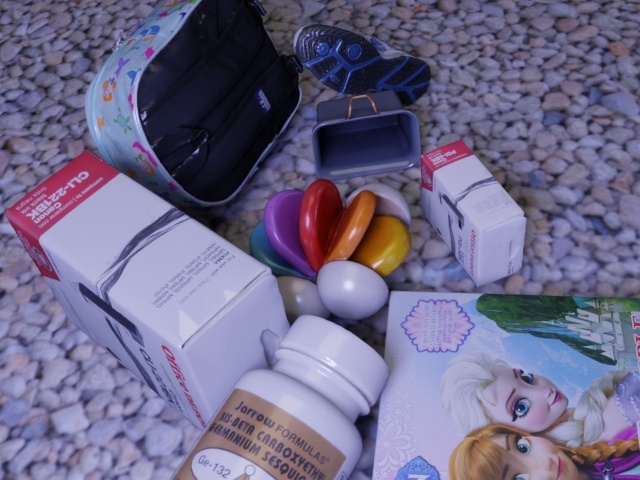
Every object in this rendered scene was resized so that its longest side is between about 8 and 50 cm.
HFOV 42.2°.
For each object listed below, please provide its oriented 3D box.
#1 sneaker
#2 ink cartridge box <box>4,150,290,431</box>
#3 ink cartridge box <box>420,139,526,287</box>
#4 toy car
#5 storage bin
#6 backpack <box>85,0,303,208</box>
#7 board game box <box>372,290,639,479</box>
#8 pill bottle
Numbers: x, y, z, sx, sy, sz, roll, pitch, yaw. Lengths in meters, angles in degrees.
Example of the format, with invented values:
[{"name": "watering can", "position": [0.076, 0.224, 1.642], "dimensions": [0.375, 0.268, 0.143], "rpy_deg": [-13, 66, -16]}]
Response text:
[{"name": "sneaker", "position": [0.047, -0.239, 1.112], "dimensions": [0.211, 0.080, 0.081], "rpy_deg": [12, 21, -37]}, {"name": "ink cartridge box", "position": [-0.163, 0.060, 0.837], "dimensions": [0.272, 0.197, 0.114], "rpy_deg": [30, 60, 30]}, {"name": "ink cartridge box", "position": [0.168, -0.030, 0.931], "dimensions": [0.056, 0.099, 0.135], "rpy_deg": [-22, 48, -10]}, {"name": "toy car", "position": [0.000, 0.000, 0.883], "dimensions": [0.182, 0.136, 0.159], "rpy_deg": [-18, 39, 40]}, {"name": "storage bin", "position": [0.052, -0.148, 1.064], "dimensions": [0.135, 0.098, 0.091], "rpy_deg": [-10, 38, 0]}, {"name": "backpack", "position": [-0.165, -0.166, 1.024], "dimensions": [0.191, 0.225, 0.254], "rpy_deg": [-4, 46, 36]}, {"name": "board game box", "position": [0.209, 0.191, 0.750], "dimensions": [0.317, 0.066, 0.319], "rpy_deg": [1, 48, 10]}, {"name": "pill bottle", "position": [-0.038, 0.186, 0.729], "dimensions": [0.131, 0.131, 0.229], "rpy_deg": [23, 65, 26]}]
